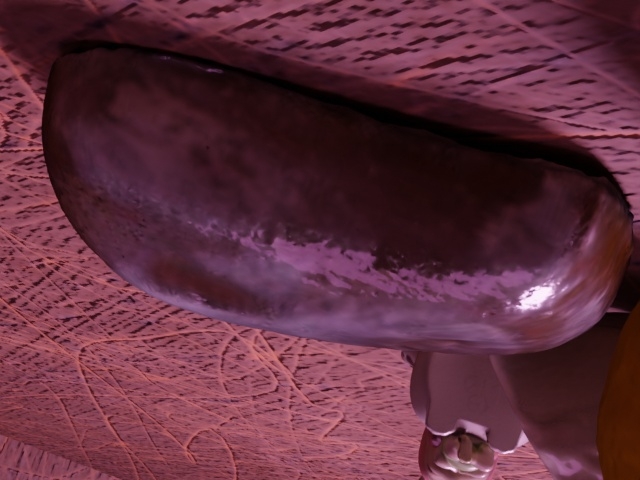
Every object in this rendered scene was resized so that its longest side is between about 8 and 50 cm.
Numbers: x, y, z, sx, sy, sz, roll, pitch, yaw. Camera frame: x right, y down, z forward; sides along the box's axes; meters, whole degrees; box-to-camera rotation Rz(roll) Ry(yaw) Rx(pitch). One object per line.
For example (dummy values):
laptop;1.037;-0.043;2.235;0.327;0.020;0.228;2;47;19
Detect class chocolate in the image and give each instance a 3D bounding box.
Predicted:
chocolate;-0.001;0.001;0.801;0.254;0.080;0.157;15;166;13

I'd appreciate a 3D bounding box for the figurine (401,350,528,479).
figurine;0.071;0.087;1.014;0.081;0.098;0.146;37;169;4

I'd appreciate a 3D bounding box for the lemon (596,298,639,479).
lemon;0.189;0.068;0.631;0.203;0.178;0.178;13;172;-37

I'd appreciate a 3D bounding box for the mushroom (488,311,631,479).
mushroom;0.234;0.117;0.879;0.350;0.128;0.128;16;167;-8
